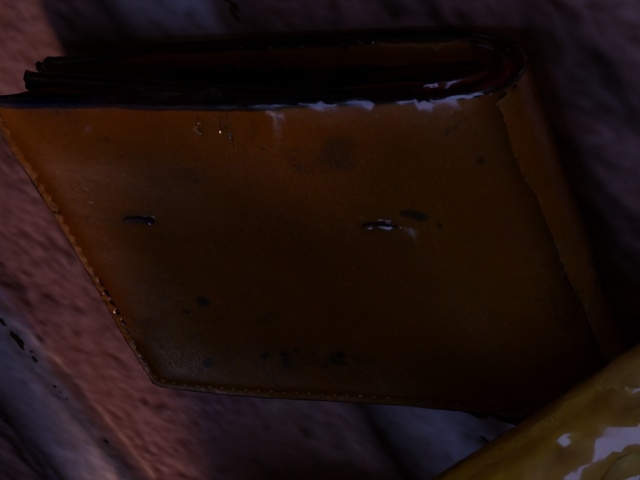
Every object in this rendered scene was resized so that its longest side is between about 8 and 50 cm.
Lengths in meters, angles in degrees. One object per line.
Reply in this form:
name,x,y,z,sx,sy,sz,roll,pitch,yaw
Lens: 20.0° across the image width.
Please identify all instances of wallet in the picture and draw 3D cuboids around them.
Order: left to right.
wallet,0.001,-0.003,0.617,0.196,0.042,0.161,0,137,29

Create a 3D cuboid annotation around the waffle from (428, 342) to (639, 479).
waffle,0.144,0.145,0.551,0.221,0.055,0.248,-34,85,23
